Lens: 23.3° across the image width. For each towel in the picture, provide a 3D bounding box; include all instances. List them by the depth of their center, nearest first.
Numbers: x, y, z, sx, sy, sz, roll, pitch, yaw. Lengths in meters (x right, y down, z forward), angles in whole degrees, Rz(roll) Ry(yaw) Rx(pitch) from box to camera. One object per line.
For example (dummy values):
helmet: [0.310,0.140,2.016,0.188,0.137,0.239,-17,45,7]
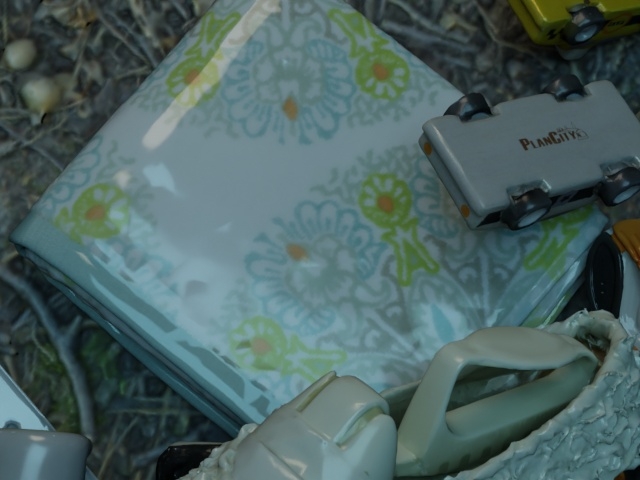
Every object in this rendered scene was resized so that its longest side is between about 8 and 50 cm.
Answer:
towel: [0.000,0.000,1.207,0.374,0.090,0.320,39,73,4]

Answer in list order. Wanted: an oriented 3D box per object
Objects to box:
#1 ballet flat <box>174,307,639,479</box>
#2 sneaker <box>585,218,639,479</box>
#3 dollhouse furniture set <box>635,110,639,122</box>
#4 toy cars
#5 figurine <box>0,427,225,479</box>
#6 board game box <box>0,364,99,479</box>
ballet flat: [0.053,0.131,1.033,0.409,0.147,0.147,-16,78,-31]
sneaker: [0.269,0.113,1.202,0.099,0.121,0.262,6,96,37]
dollhouse furniture set: [0.364,-0.098,1.295,0.144,0.123,0.151,48,42,6]
toy cars: [0.182,-0.124,1.203,0.176,0.087,0.393,29,49,-6]
figurine: [-0.146,0.242,1.085,0.215,0.092,0.209,5,80,-4]
board game box: [-0.269,0.350,1.112,0.390,0.050,0.390,-40,83,-13]
